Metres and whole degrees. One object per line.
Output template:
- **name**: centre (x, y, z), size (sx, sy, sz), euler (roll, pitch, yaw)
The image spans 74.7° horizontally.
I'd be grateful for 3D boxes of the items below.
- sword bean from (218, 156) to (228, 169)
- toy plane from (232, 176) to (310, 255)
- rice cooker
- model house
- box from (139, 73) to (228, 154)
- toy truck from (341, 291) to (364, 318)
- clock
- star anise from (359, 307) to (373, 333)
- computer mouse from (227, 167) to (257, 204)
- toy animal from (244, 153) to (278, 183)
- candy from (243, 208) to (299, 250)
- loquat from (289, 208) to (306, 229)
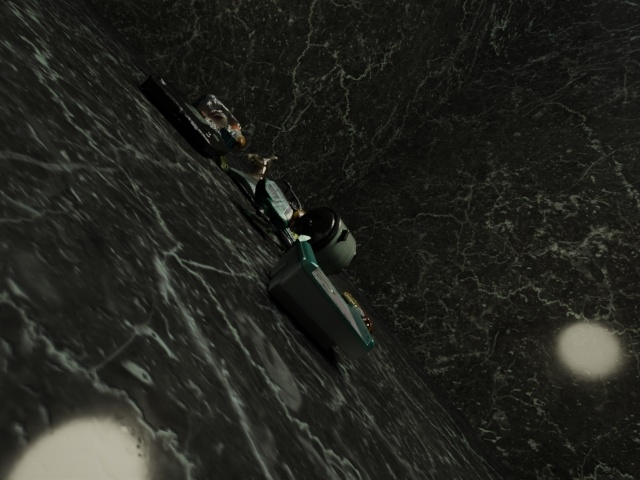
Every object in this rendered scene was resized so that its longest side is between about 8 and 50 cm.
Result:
- **sword bean**: centre (-0.432, -0.349, 1.844), size (0.043, 0.038, 0.269), euler (37, 7, -24)
- **toy plane**: centre (-0.135, -0.070, 1.353), size (0.155, 0.106, 0.382), euler (-14, 69, -49)
- **rice cooker**: centre (0.000, 0.000, 1.640), size (0.280, 0.241, 0.227), euler (2, -36, 38)
- **model house**: centre (-0.474, -0.517, 1.979), size (0.271, 0.190, 0.301), euler (49, 2, -41)
- **box**: centre (-0.519, -0.476, 1.657), size (0.350, 0.091, 0.359), euler (48, 4, -9)
- **toy truck**: centre (0.118, 0.260, 1.619), size (0.123, 0.063, 0.052), euler (49, 2, 30)
- **clock**: centre (-0.007, 0.133, 0.937), size (0.231, 0.116, 0.262), euler (53, 2, -11)
- **star anise**: centre (0.168, 0.315, 1.700), size (0.168, 0.057, 0.168), euler (47, 2, -2)
- **computer mouse**: centre (-0.323, -0.252, 1.844), size (0.229, 0.068, 0.113), euler (49, 1, 11)
- **toy animal**: centre (-0.304, -0.308, 2.037), size (0.168, 0.233, 0.121), euler (9, -10, 0)
- **candy**: centre (-0.160, -0.033, 1.419), size (0.262, 0.077, 0.073), euler (37, 24, -36)
- **loquat**: centre (-0.124, -0.094, 2.118), size (0.163, 0.137, 0.163), euler (60, -8, 15)
